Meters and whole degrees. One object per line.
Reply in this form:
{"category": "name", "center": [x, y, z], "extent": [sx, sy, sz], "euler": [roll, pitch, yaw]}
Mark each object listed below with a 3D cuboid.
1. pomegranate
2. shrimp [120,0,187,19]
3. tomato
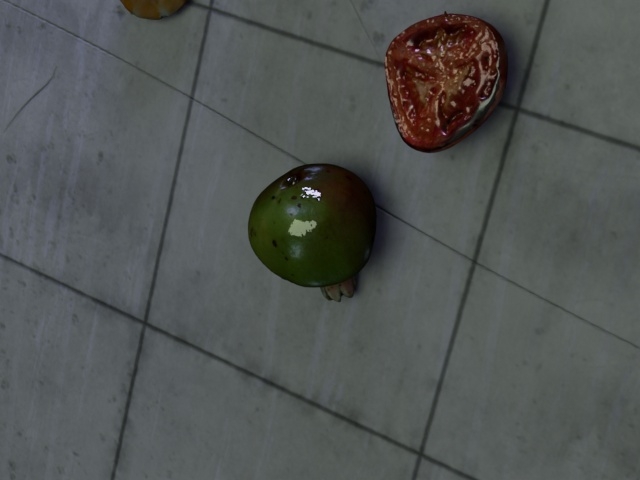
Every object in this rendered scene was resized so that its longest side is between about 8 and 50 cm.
{"category": "pomegranate", "center": [0.000, 0.000, 1.783], "extent": [0.180, 0.180, 0.210], "euler": [3, 128, 31]}
{"category": "shrimp", "center": [-0.224, -0.457, 1.899], "extent": [0.152, 0.063, 0.287], "euler": [27, 113, 23]}
{"category": "tomato", "center": [0.174, -0.204, 1.684], "extent": [0.174, 0.082, 0.166], "euler": [-16, 85, 36]}
